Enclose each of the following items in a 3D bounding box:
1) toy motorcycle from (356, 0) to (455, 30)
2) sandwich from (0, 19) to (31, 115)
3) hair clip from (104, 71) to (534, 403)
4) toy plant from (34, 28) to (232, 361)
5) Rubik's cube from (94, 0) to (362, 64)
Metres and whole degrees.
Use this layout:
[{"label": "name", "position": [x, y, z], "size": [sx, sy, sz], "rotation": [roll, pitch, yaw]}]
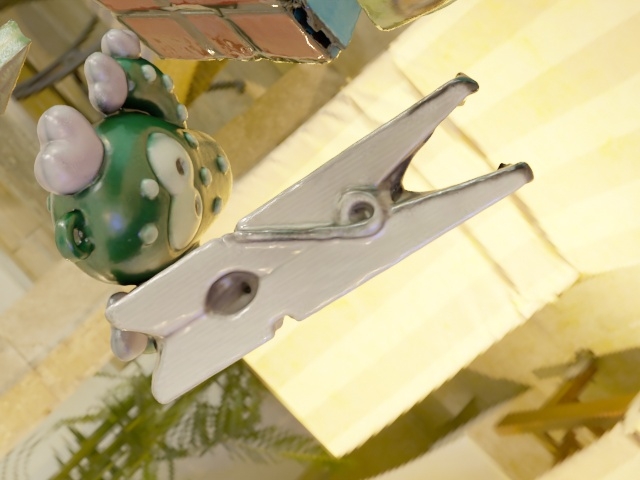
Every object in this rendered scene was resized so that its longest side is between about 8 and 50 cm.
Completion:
[{"label": "toy motorcycle", "position": [-0.022, -0.240, 0.602], "size": [0.410, 0.237, 0.169], "rotation": [16, 166, 30]}, {"label": "sandwich", "position": [-0.440, -0.230, 1.442], "size": [0.074, 0.116, 0.074], "rotation": [5, -150, -47]}, {"label": "hair clip", "position": [-0.001, 0.000, 0.838], "size": [0.101, 0.331, 0.085], "rotation": [58, 175, -5]}, {"label": "toy plant", "position": [-0.151, -0.036, 0.914], "size": [0.112, 0.243, 0.232], "rotation": [-8, 128, 23]}, {"label": "Rubik's cube", "position": [-0.103, -0.372, 1.154], "size": [0.293, 0.288, 0.283], "rotation": [11, 161, 36]}]
